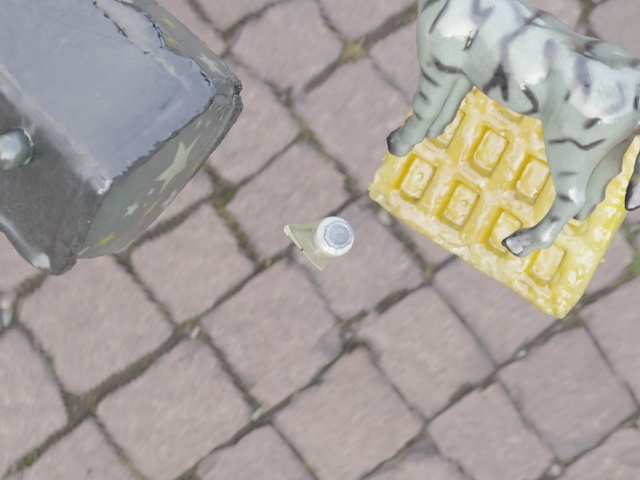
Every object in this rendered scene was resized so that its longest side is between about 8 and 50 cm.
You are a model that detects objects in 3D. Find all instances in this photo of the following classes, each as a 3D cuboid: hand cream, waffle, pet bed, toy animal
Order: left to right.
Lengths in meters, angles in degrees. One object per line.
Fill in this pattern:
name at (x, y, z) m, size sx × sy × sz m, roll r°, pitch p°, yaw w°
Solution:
pet bed at (-0.186, -0.103, 1.224) m, size 0.211 × 0.159 × 0.183 m, roll 45°, pitch 103°, yaw 10°
hand cream at (0.000, 0.000, 1.039) m, size 0.022 × 0.102 × 0.035 m, roll -43°, pitch 94°, yaw -11°
toy animal at (0.097, -0.106, 1.104) m, size 0.255 × 0.170 × 0.090 m, roll 47°, pitch 47°, yaw 2°
waffle at (0.196, -0.073, 1.823) m, size 0.248 × 0.221 × 0.055 m, roll 34°, pitch 28°, yaw 13°
